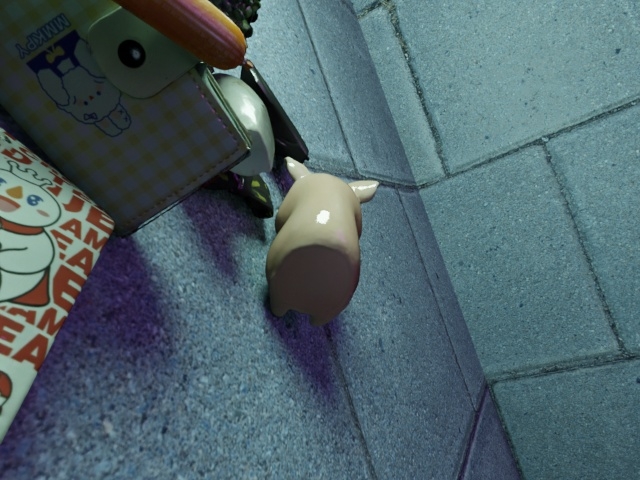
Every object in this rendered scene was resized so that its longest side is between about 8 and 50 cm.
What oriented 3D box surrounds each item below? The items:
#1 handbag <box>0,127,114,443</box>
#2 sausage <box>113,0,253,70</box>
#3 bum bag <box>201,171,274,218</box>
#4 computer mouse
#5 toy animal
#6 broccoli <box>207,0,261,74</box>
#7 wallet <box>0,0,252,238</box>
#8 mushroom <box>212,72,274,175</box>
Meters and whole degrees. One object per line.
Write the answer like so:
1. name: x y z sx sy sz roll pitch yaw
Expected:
1. handbag: -0.282 0.013 0.322 0.171 0.151 0.298 45 31 -35
2. sausage: -0.196 -0.248 0.367 0.348 0.053 0.053 24 50 -41
3. bum bag: -0.161 -0.110 0.750 0.232 0.060 0.106 27 36 -57
4. computer mouse: -0.109 -0.256 0.930 0.264 0.088 0.147 49 14 -36
5. toy animal: 0.000 -0.002 0.823 0.195 0.212 0.256 12 39 -10
6. broccoli: -0.246 -0.378 0.600 0.281 0.293 0.348 38 48 22
7. wallet: -0.239 -0.176 0.477 0.309 0.223 0.077 58 4 -25
8. mushroom: -0.149 -0.215 0.714 0.270 0.103 0.118 -118 -161 -44
